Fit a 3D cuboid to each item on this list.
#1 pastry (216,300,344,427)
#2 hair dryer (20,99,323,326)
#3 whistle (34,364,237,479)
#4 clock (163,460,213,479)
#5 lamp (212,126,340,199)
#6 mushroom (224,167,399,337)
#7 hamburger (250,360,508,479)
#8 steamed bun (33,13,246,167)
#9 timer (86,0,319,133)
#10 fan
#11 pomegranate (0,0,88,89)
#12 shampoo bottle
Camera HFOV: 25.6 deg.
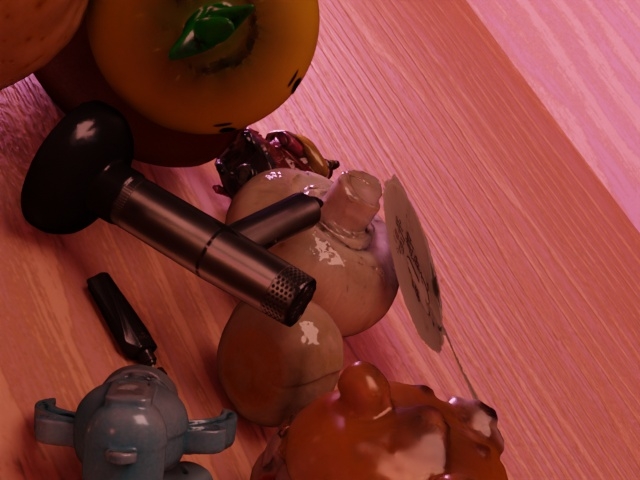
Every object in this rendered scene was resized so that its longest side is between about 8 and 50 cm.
[{"bbox_3d":[-0.050,0.129,1.549,0.092,0.156,0.156,-5,54,-53],"label":"pastry"},{"bbox_3d":[-0.135,-0.017,1.573,0.320,0.155,0.284,29,8,7],"label":"hair dryer"},{"bbox_3d":[-0.167,0.159,1.254,0.186,0.093,0.274,4,6,-3],"label":"whistle"},{"bbox_3d":[-0.098,0.332,1.207,0.274,0.094,0.223,47,25,7],"label":"clock"},{"bbox_3d":[-0.039,-0.085,1.957,0.253,0.118,0.118,16,37,-55],"label":"lamp"},{"bbox_3d":[0.000,0.000,1.778,0.246,0.202,0.246,25,29,-15],"label":"mushroom"},{"bbox_3d":[0.065,0.252,1.384,0.276,0.236,0.276,20,31,-12],"label":"hamburger"},{"bbox_3d":[-0.238,-0.272,1.770,0.379,0.248,0.235,61,25,-14],"label":"steamed bun"},{"bbox_3d":[-0.124,-0.237,1.517,0.285,0.285,0.285,36,25,-20],"label":"timer"},{"bbox_3d":[0.151,0.099,1.862,0.233,0.012,0.414,-80,150,-54],"label":"fan"},{"bbox_3d":[-0.417,-0.295,1.433,0.410,0.410,0.410,36,25,-20],"label":"pomegranate"},{"bbox_3d":[-0.205,0.094,1.503,0.048,0.027,0.137,2,48,-57],"label":"shampoo bottle"}]
